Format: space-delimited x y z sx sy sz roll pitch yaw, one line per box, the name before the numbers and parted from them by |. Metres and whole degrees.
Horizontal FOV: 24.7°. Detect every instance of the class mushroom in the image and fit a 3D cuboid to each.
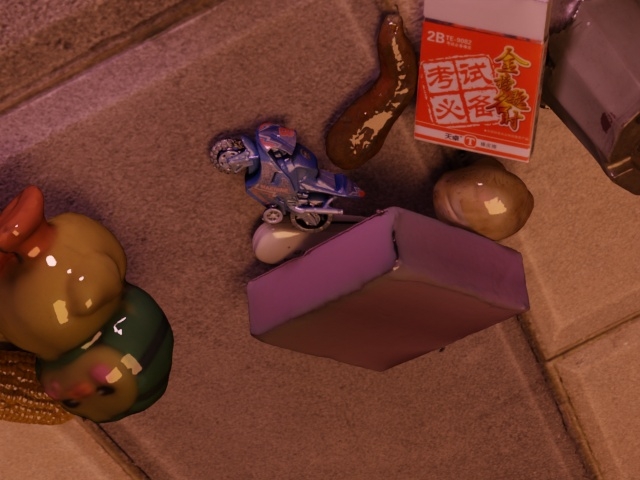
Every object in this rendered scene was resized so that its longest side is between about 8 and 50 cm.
mushroom | 0.229 -0.056 2.048 0.148 0.112 0.148 10 150 6

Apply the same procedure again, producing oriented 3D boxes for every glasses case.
glasses case | 0.000 0.000 2.047 0.197 0.049 0.076 1 137 -24

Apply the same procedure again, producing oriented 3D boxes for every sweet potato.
sweet potato | 0.076 -0.184 1.891 0.081 0.062 0.233 7 127 -29

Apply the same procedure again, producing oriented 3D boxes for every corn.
corn | -0.462 0.195 2.007 0.310 0.101 0.101 13 127 -28

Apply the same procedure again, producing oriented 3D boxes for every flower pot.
flower pot | 0.397 -0.211 1.858 0.290 0.259 0.290 -12 137 -11

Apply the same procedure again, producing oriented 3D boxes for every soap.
soap | 0.093 0.079 2.044 0.296 0.107 0.285 -27 149 36

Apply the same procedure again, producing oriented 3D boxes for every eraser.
eraser | 0.202 -0.216 1.840 0.157 0.038 0.230 14 126 17

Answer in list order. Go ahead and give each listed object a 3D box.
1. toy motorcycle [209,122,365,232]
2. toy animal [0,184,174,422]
toy motorcycle | -0.044 -0.087 1.917 0.205 0.076 0.114 36 119 -29
toy animal | -0.315 0.078 1.868 0.216 0.191 0.338 -20 118 33
